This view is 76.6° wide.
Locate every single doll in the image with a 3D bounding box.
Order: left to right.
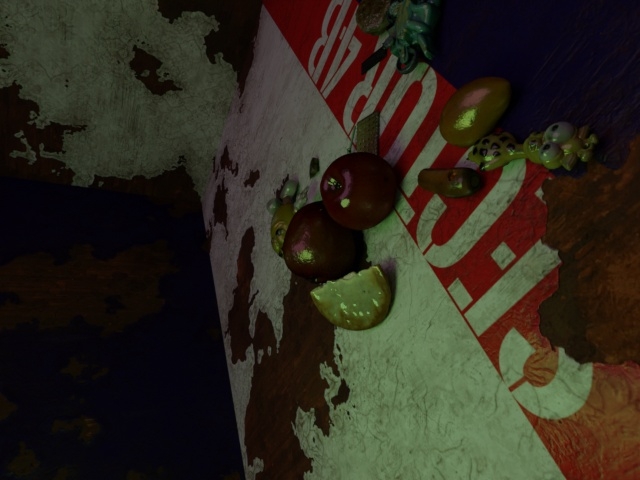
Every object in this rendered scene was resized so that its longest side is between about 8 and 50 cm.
[{"bbox_3d":[-0.150,-0.106,1.899,0.423,0.161,0.347,34,110,64],"label":"doll"},{"bbox_3d":[0.456,-0.203,0.907,0.291,0.086,0.117,19,81,60],"label":"doll"}]

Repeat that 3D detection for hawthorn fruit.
[{"bbox_3d":[-0.009,0.013,1.510,0.295,0.295,0.311,-40,54,51],"label":"hawthorn fruit"}]

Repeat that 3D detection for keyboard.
[{"bbox_3d":[0.199,-0.680,1.527,0.155,0.010,0.053,-13,72,60],"label":"keyboard"}]

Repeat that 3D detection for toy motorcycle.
[{"bbox_3d":[0.298,-0.669,1.273,0.198,0.109,0.296,-19,66,47],"label":"toy motorcycle"}]

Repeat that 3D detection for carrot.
[{"bbox_3d":[0.343,-0.157,1.103,0.193,0.087,0.087,15,98,62],"label":"carrot"}]

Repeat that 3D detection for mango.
[{"bbox_3d":[0.389,-0.328,1.032,0.217,0.102,0.141,-37,60,55],"label":"mango"}]

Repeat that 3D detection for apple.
[{"bbox_3d":[0.126,-0.168,1.353,0.260,0.217,0.260,-20,66,54],"label":"apple"}]

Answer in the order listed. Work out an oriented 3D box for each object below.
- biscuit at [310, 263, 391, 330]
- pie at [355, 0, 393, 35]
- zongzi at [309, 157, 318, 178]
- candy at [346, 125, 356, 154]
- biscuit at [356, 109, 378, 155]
[{"bbox_3d":[0.118,0.207,1.374,0.309,0.040,0.204,-26,90,36],"label":"biscuit"},{"bbox_3d":[0.206,-0.835,1.478,0.163,0.079,0.193,-39,52,42],"label":"pie"},{"bbox_3d":[-0.033,-0.331,1.856,0.083,0.040,0.075,122,152,-67],"label":"zongzi"},{"bbox_3d":[0.115,-0.348,1.573,0.062,0.058,0.193,12,95,21],"label":"candy"},{"bbox_3d":[0.173,-0.350,1.504,0.139,0.016,0.231,-12,74,60],"label":"biscuit"}]
